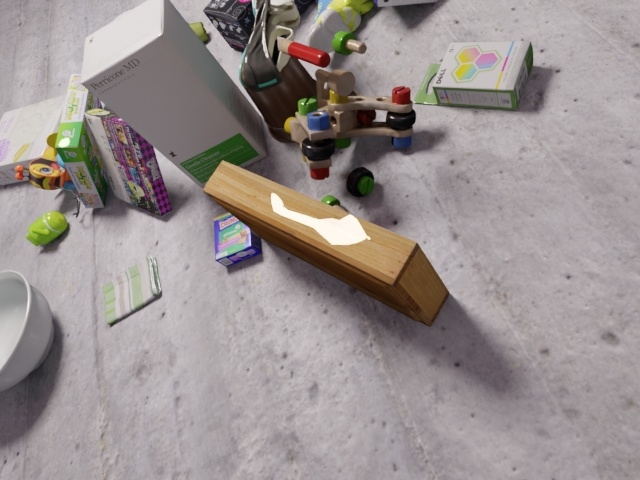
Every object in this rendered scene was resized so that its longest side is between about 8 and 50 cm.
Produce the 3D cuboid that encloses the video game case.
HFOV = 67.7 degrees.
[{"bbox_3d":[-0.462,-0.189,1.150,0.210,0.232,0.042,20,41,35],"label":"video game case"}]

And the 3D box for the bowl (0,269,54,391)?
[{"bbox_3d":[-0.732,0.230,1.118,0.298,0.134,0.297,-12,61,21],"label":"bowl"}]

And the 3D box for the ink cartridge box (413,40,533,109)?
[{"bbox_3d":[0.284,-0.319,0.918,0.209,0.062,0.109,15,73,33],"label":"ink cartridge box"}]

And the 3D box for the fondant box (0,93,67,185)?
[{"bbox_3d":[-0.917,-0.318,1.528,0.330,0.096,0.238,-5,63,27],"label":"fondant box"}]

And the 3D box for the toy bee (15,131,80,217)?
[{"bbox_3d":[-0.737,-0.206,1.312,0.298,0.162,0.195,50,126,55],"label":"toy bee"}]

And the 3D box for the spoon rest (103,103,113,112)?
[{"bbox_3d":[-0.463,-0.391,1.325,0.276,0.137,0.084,-26,26,-1],"label":"spoon rest"}]

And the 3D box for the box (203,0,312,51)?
[{"bbox_3d":[-0.155,-0.632,1.265,0.163,0.142,0.247,32,81,37],"label":"box"}]

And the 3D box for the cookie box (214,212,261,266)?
[{"bbox_3d":[-0.177,-0.011,1.011,0.092,0.040,0.107,-21,56,18],"label":"cookie box"}]

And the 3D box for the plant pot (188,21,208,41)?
[{"bbox_3d":[-0.380,-0.610,1.417,0.079,0.083,0.083,-17,57,5],"label":"plant pot"}]

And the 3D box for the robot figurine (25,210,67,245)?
[{"bbox_3d":[-0.745,-0.035,1.305,0.115,0.067,0.101,-35,24,9],"label":"robot figurine"}]

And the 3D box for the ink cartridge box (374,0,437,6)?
[{"bbox_3d":[0.140,-0.608,1.096,0.208,0.045,0.206,-10,54,-17],"label":"ink cartridge box"}]

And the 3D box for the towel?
[{"bbox_3d":[-0.437,0.111,1.095,0.152,0.023,0.113,-31,54,10],"label":"towel"}]

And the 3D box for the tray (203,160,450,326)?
[{"bbox_3d":[0.000,0.000,0.812,0.411,0.203,0.076,25,79,35],"label":"tray"}]

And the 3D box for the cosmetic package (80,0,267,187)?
[{"bbox_3d":[-0.293,-0.298,1.022,0.197,0.365,0.155,-24,56,16],"label":"cosmetic package"}]

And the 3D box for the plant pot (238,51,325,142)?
[{"bbox_3d":[-0.083,-0.333,1.055,0.167,0.165,0.167,-12,59,21],"label":"plant pot"}]

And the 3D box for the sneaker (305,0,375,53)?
[{"bbox_3d":[0.027,-0.536,1.159,0.240,0.091,0.126,-47,43,-17],"label":"sneaker"}]

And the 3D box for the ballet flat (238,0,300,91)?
[{"bbox_3d":[-0.092,-0.422,0.955,0.096,0.095,0.280,0,75,17],"label":"ballet flat"}]

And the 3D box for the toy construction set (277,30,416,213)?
[{"bbox_3d":[0.006,-0.256,0.901,0.257,0.309,0.237,-43,48,-9],"label":"toy construction set"}]

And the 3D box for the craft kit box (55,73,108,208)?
[{"bbox_3d":[-0.606,-0.254,1.246,0.061,0.246,0.249,-3,60,-7],"label":"craft kit box"}]
